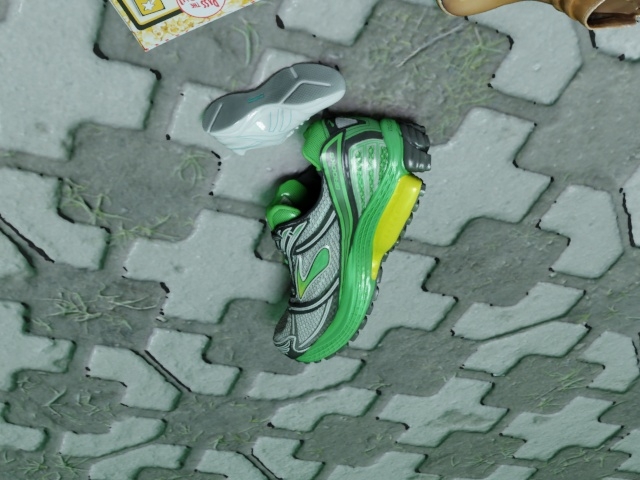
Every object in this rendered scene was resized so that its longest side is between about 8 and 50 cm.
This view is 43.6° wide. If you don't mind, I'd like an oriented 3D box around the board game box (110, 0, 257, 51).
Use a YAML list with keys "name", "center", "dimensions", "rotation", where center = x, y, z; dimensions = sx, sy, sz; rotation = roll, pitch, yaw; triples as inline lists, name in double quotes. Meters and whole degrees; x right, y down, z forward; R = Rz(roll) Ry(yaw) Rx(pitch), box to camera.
- name: "board game box"
  center: [-0.131, -0.265, 0.652]
  dimensions: [0.146, 0.045, 0.193]
  rotation: [-19, 136, 13]

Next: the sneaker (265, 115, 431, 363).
- name: "sneaker"
  center: [0.000, 0.000, 0.912]
  dimensions: [0.146, 0.134, 0.344]
  rotation: [12, 125, -10]

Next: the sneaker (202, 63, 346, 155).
- name: "sneaker"
  center: [-0.041, -0.131, 0.809]
  dimensions: [0.152, 0.054, 0.061]
  rotation: [-17, 146, 19]

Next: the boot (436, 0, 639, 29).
- name: "boot"
  center: [0.197, -0.216, 0.668]
  dimensions: [0.197, 0.152, 0.073]
  rotation: [-25, 134, 19]
